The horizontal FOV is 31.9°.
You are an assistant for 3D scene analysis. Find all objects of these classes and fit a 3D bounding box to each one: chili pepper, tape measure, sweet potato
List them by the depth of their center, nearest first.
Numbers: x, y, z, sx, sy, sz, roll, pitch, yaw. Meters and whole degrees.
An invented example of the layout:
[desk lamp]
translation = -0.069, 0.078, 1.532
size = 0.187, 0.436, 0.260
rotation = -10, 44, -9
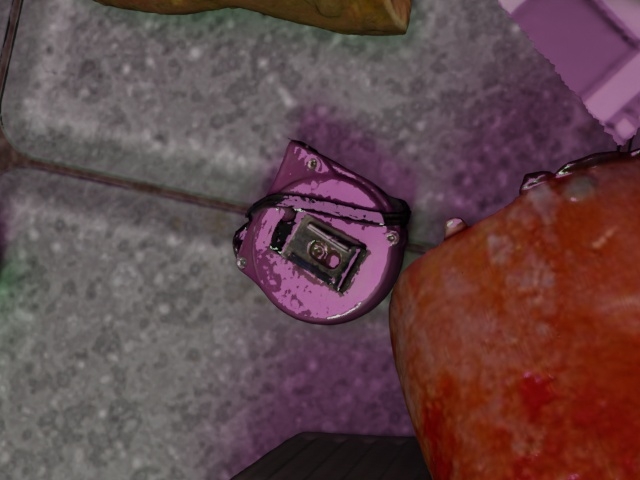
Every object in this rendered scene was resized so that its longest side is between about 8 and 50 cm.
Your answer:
[chili pepper]
translation = 0.180, 0.117, 0.639
size = 0.251, 0.305, 0.229
rotation = 11, 135, -21
[tape measure]
translation = 0.000, 0.000, 0.822
size = 0.125, 0.074, 0.118
rotation = 27, 95, 14
[sweet potato]
translation = -0.094, -0.229, 0.830
size = 0.336, 0.131, 0.131
rotation = 8, 90, 11

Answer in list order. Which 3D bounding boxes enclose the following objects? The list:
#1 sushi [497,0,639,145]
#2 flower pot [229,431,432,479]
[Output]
[sushi]
translation = 0.258, -0.300, 0.762
size = 0.373, 0.100, 0.296
rotation = -40, 80, 9
[flower pot]
translation = 0.019, 0.248, 0.749
size = 0.209, 0.189, 0.239
rotation = 32, 95, 11
